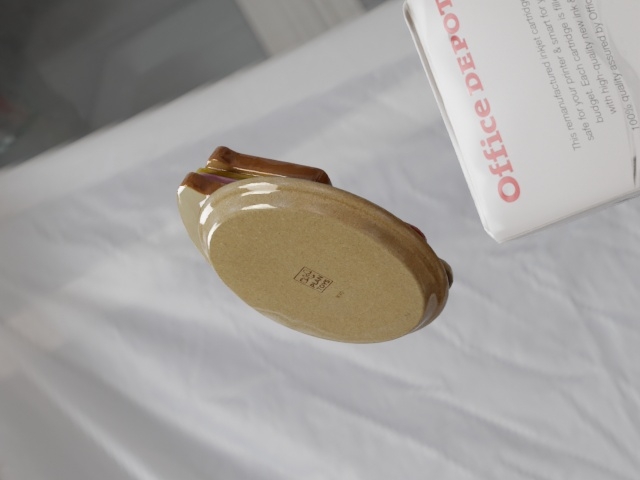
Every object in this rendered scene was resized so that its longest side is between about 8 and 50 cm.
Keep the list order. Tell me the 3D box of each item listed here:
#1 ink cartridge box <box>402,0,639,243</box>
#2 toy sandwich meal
[{"bbox_3d":[0.163,-0.102,0.830,0.203,0.148,0.086,-21,-5,31],"label":"ink cartridge box"},{"bbox_3d":[0.000,0.000,0.483,0.085,0.086,0.029,-44,21,55],"label":"toy sandwich meal"}]
